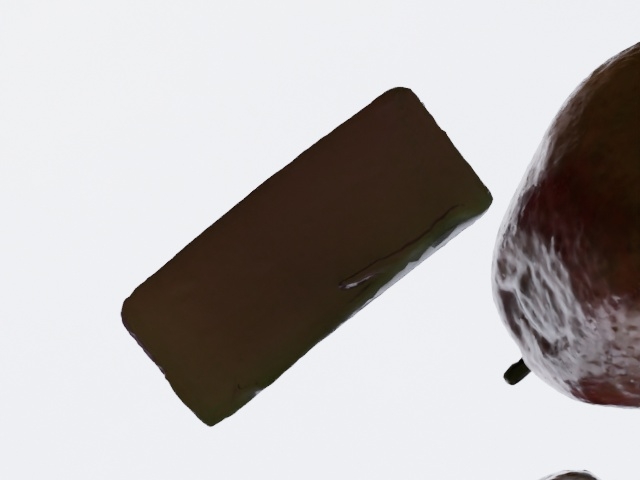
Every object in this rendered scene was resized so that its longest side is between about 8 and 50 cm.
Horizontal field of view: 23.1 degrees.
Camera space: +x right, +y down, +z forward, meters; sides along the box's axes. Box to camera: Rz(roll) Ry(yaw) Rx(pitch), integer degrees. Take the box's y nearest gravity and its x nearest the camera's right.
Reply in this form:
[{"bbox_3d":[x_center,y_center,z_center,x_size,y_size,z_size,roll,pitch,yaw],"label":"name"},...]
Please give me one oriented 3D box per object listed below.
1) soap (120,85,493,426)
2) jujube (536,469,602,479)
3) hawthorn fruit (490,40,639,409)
[{"bbox_3d":[-0.001,-0.002,0.848,0.181,0.259,0.081,-39,-90,7],"label":"soap"},{"bbox_3d":[0.134,0.315,1.064,0.223,0.223,0.318,34,-92,19],"label":"jujube"},{"bbox_3d":[0.202,0.005,0.945,0.224,0.261,0.224,27,-136,-29],"label":"hawthorn fruit"}]
